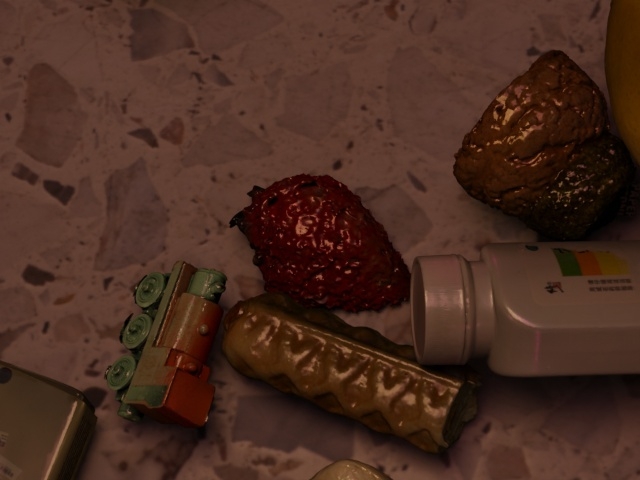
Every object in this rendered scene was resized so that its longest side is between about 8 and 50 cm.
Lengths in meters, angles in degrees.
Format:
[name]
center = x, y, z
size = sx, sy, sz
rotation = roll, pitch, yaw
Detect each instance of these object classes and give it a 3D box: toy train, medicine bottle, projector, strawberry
[toy train]
center = -0.144, 0.101, 1.955
size = 0.118, 0.074, 0.176
rotation = -3, 59, 47
[medicine bottle]
center = 0.238, 0.063, 1.878
size = 0.296, 0.111, 0.161
rotation = -2, 30, -3
[projector]
center = -0.375, 0.209, 1.955
size = 0.270, 0.088, 0.193
rotation = 15, 70, 15
[strawberry]
center = -0.004, -0.001, 1.999
size = 0.140, 0.085, 0.192
rotation = -28, 67, -7

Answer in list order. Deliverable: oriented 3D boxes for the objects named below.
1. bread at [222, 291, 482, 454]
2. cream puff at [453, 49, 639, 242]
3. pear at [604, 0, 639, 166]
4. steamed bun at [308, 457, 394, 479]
[bread]
center = 0.025, 0.125, 1.936
size = 0.269, 0.087, 0.098
rotation = 21, 74, 17
[cream puff]
center = 0.243, -0.077, 1.957
size = 0.169, 0.183, 0.183
rotation = 41, 77, 11
[pear]
center = 0.417, -0.136, 1.909
size = 0.285, 0.285, 0.336
rotation = -6, 91, 6
[steamed bun]
center = 0.037, 0.277, 1.864
size = 0.112, 0.091, 0.130
rotation = -39, 68, -12
